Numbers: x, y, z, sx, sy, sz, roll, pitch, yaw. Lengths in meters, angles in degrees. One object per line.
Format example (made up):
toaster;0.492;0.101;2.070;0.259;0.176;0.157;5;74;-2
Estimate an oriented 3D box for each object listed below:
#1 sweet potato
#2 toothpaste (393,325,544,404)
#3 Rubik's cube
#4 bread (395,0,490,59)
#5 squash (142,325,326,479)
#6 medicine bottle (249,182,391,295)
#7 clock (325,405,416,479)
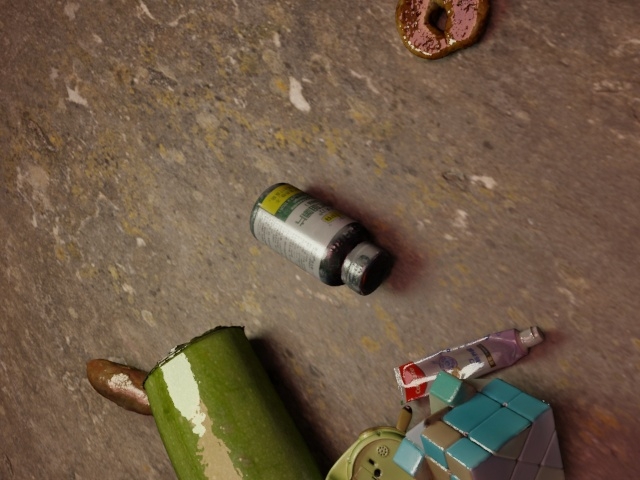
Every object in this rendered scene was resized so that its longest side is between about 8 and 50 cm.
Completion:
sweet potato;-0.424;0.391;1.547;0.385;0.109;0.109;25;100;20
toothpaste;0.265;0.223;1.160;0.301;0.048;0.075;-29;76;29
Rubik's cube;0.265;0.332;1.048;0.213;0.265;0.224;21;133;58
bread;0.234;-0.442;1.221;0.193;0.064;0.193;2;94;31
squash;-0.187;0.397;1.302;0.263;0.263;0.384;-42;66;23
medicine bottle;0.000;0.000;1.285;0.293;0.141;0.141;32;103;30
clock;0.129;0.427;1.184;0.170;0.069;0.232;36;84;11
